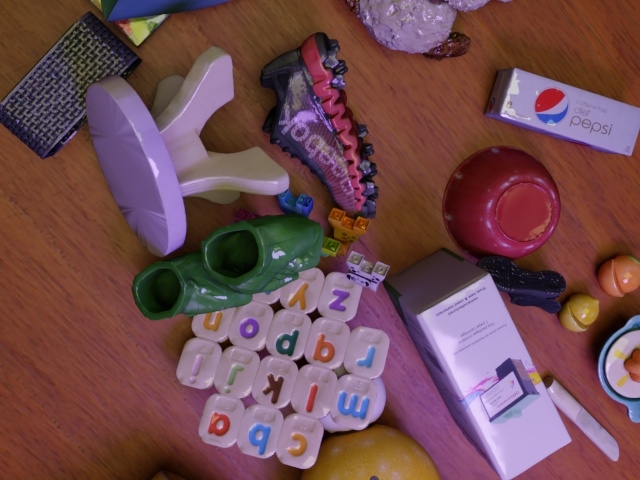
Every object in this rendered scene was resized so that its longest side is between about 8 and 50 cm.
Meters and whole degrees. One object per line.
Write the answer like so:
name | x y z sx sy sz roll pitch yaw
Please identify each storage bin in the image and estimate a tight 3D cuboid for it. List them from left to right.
storage bin | -0.326 -0.201 1.060 0.084 0.122 0.180 42 91 -13

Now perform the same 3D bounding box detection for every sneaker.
sneaker | -0.004 -0.144 1.138 0.135 0.097 0.276 -16 114 12
sneaker | 0.298 0.070 1.225 0.170 0.089 0.051 12 68 -11

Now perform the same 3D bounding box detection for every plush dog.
plush dog | 0.150 -0.354 1.095 0.262 0.210 0.225 33 119 -11

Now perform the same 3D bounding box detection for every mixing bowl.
mixing bowl | 0.280 -0.047 1.196 0.182 0.098 0.181 -1 99 -8

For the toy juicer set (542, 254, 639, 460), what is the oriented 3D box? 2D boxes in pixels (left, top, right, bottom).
toy juicer set | 0.459 0.178 1.266 0.209 0.089 0.328 23 95 -12

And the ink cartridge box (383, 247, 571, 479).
ink cartridge box | 0.219 0.170 1.168 0.117 0.201 0.278 -29 103 -3

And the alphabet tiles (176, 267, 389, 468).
alphabet tiles | -0.053 0.166 1.145 0.284 0.021 0.277 12 72 11

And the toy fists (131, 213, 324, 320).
toy fists | -0.115 0.038 1.074 0.279 0.142 0.096 -26 85 38

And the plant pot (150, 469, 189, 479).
plant pot | -0.220 0.466 1.138 0.254 0.254 0.239 33 78 -13

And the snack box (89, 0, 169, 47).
snack box | -0.262 -0.345 1.090 0.141 0.037 0.100 44 89 -13

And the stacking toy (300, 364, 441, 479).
stacking toy | 0.070 0.393 1.173 0.351 0.350 0.479 -16 84 -6

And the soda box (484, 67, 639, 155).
soda box | 0.358 -0.189 1.200 0.216 0.069 0.073 15 96 -12

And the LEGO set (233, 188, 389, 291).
LEGO set | 0.000 0.000 1.164 0.227 0.093 0.087 22 61 13

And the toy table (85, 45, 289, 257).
toy table | -0.177 -0.114 1.037 0.161 0.274 0.252 -32 70 -25

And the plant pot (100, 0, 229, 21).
plant pot | -0.155 -0.388 1.022 0.234 0.165 0.165 -12 89 -28
